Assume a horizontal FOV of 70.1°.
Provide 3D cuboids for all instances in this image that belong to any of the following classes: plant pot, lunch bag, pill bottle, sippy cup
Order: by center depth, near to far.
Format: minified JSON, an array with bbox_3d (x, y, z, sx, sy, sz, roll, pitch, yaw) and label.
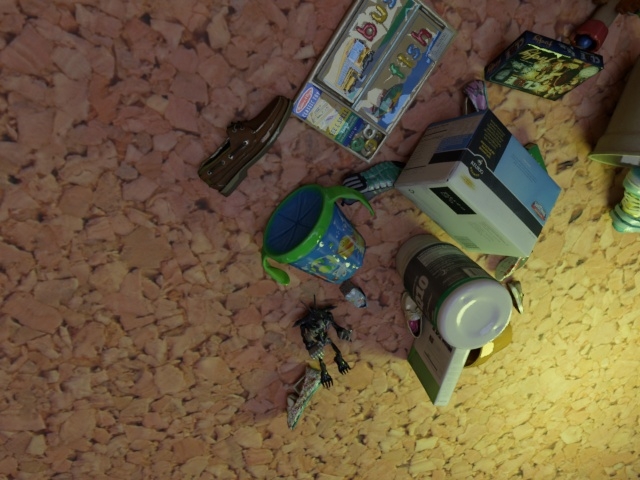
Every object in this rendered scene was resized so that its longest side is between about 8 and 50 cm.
[{"bbox_3d":[0.000,0.000,1.254,0.224,0.305,0.240,37,58,-34],"label":"sippy cup"},{"bbox_3d":[0.977,-0.361,1.281,0.334,0.334,0.305,9,99,-16],"label":"plant pot"},{"bbox_3d":[0.356,0.125,1.298,0.204,0.361,0.204,-5,113,-11],"label":"pill bottle"},{"bbox_3d":[0.109,0.169,1.422,0.083,0.071,0.053,42,95,-22],"label":"lunch bag"},{"bbox_3d":[0.525,0.308,1.517,0.188,0.205,0.205,-1,114,-29],"label":"plant pot"}]

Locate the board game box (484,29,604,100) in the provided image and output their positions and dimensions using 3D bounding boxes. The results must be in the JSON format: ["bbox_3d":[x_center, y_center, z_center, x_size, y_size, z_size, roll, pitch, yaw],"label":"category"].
[{"bbox_3d":[0.591,-0.459,1.218,0.243,0.165,0.042,9,74,-16],"label":"board game box"}]

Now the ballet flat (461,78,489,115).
[{"bbox_3d":[0.451,-0.339,1.290,0.079,0.077,0.221,-20,112,17],"label":"ballet flat"}]

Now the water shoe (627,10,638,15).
[{"bbox_3d":[0.948,-0.667,1.250,0.203,0.080,0.073,-24,116,-2],"label":"water shoe"}]

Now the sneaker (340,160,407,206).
[{"bbox_3d":[0.158,-0.160,1.307,0.224,0.083,0.098,-15,151,-17],"label":"sneaker"}]

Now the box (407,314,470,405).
[{"bbox_3d":[0.386,0.326,1.462,0.059,0.232,0.322,10,111,-15],"label":"box"}]

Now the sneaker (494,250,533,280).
[{"bbox_3d":[0.649,0.079,1.513,0.065,0.061,0.158,33,103,-29],"label":"sneaker"}]

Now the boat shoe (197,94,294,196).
[{"bbox_3d":[-0.192,-0.252,1.153,0.104,0.110,0.307,35,101,-24],"label":"boat shoe"}]

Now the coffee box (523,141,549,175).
[{"bbox_3d":[0.637,-0.195,1.402,0.113,0.040,0.184,-35,116,3],"label":"coffee box"}]

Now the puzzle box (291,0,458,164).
[{"bbox_3d":[0.132,-0.438,1.180,0.272,0.052,0.409,28,104,-21],"label":"puzzle box"}]

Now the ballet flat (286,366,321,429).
[{"bbox_3d":[-0.065,0.523,1.540,0.077,0.091,0.241,31,100,9],"label":"ballet flat"}]

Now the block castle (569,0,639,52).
[{"bbox_3d":[0.725,-0.584,1.033,0.303,0.453,0.212,35,93,-24],"label":"block castle"}]

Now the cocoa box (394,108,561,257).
[{"bbox_3d":[0.427,-0.145,1.241,0.347,0.231,0.228,36,77,-23],"label":"cocoa box"}]

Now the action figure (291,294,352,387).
[{"bbox_3d":[0.019,0.309,1.418,0.164,0.141,0.275,-25,110,-21],"label":"action figure"}]

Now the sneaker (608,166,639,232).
[{"bbox_3d":[0.979,-0.109,1.419,0.319,0.127,0.208,5,133,-37],"label":"sneaker"}]

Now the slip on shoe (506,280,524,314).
[{"bbox_3d":[0.684,0.196,1.576,0.041,0.051,0.135,-27,108,2],"label":"slip on shoe"}]

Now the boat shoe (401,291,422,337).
[{"bbox_3d":[0.308,0.246,1.505,0.063,0.059,0.170,-17,115,-5],"label":"boat shoe"}]
